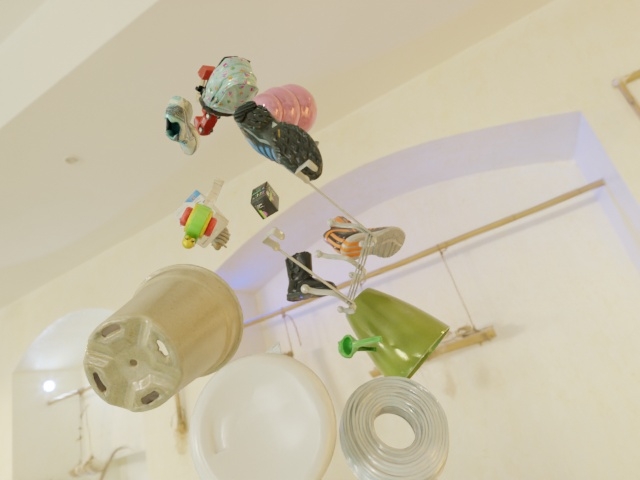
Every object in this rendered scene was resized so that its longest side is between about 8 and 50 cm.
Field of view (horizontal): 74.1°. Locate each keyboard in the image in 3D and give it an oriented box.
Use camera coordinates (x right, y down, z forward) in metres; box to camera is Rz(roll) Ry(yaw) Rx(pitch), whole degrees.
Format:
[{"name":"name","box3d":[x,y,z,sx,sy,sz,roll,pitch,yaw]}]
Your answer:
[{"name":"keyboard","box3d":[-0.225,0.492,1.697,0.014,0.072,0.256,16,-46,-34]}]

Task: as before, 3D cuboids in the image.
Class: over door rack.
[{"name":"over door rack","box3d":[0.000,0.000,1.048,0.108,0.239,0.324,-14,-47,40]}]

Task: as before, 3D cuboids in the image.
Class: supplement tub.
[{"name":"supplement tub","box3d":[-0.089,0.357,0.812,0.241,0.241,0.331,-14,-23,-5]}]

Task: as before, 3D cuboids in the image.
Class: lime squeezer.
[{"name":"lime squeezer","box3d":[0.098,0.282,1.108,0.110,0.058,0.310,11,-18,9]}]

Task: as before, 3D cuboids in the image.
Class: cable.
[{"name":"cable","box3d":[0.174,0.447,0.991,0.257,0.257,0.089,-5,-45,-10]}]

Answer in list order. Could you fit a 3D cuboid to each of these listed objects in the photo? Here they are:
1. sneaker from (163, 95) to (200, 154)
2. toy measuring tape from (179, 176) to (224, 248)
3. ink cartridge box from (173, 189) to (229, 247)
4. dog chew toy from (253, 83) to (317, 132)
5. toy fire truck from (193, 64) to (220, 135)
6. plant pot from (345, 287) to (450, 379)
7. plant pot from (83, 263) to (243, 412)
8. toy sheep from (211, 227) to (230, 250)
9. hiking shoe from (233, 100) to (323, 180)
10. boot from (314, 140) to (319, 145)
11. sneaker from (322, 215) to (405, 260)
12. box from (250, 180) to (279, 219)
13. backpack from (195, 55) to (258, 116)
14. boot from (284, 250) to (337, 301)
[{"name":"sneaker","box3d":[-0.566,-0.430,1.687,0.110,0.122,0.283,17,-30,8]},{"name":"toy measuring tape","box3d":[-0.389,-0.113,1.441,0.121,0.330,0.121,11,-35,8]},{"name":"ink cartridge box","box3d":[-0.479,-0.088,1.694,0.148,0.203,0.086,-47,-41,-2]},{"name":"dog chew toy","box3d":[-0.150,-0.489,1.613,0.207,0.206,0.332,-30,1,32]},{"name":"toy fire truck","box3d":[-0.374,-0.453,1.386,0.047,0.135,0.192,-16,-22,-46]},{"name":"plant pot","box3d":[0.235,0.305,1.444,0.275,0.293,0.274,-40,-25,-24]},{"name":"plant pot","box3d":[-0.392,0.249,1.054,0.334,0.333,0.305,-19,5,7]},{"name":"toy sheep","box3d":[-0.421,-0.019,1.785,0.091,0.132,0.091,6,-26,3]},{"name":"hiking shoe","box3d":[-0.106,-0.264,1.178,0.113,0.304,0.132,-44,-15,-11]},{"name":"boot","box3d":[-0.075,-0.304,1.276,0.106,0.114,0.037,-32,-23,-31]},{"name":"sneaker","box3d":[0.146,-0.025,1.480,0.321,0.180,0.124,-1,-63,-41]},{"name":"box","box3d":[-0.149,-0.109,1.142,0.052,0.083,0.062,-29,-59,14]},{"name":"backpack","box3d":[-0.255,-0.440,1.227,0.152,0.115,0.182,-17,-12,-42]},{"name":"boot","box3d":[-0.047,0.141,1.810,0.246,0.207,0.094,-16,-26,29]}]
